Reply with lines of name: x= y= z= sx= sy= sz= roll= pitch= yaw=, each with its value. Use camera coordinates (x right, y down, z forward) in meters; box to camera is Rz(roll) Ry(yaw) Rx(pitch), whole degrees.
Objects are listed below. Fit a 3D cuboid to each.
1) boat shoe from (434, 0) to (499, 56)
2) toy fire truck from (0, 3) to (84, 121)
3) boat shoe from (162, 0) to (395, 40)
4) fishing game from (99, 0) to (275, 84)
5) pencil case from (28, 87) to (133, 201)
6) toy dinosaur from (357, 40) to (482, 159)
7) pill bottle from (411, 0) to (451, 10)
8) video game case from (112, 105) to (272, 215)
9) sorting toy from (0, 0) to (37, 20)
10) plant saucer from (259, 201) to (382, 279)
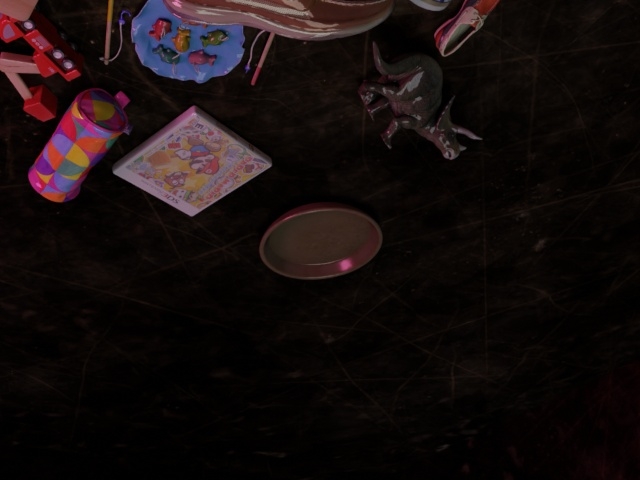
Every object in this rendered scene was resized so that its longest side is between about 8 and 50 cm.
boat shoe: x=0.240 y=-0.355 z=1.190 sx=0.049 sy=0.043 sz=0.137 roll=23 pitch=134 yaw=-34
toy fire truck: x=-0.451 y=-0.280 z=1.155 sx=0.135 sy=0.047 sz=0.192 roll=-19 pitch=143 yaw=17
boat shoe: x=-0.052 y=-0.353 z=0.990 sx=0.325 sy=0.123 sz=0.116 roll=0 pitch=143 yaw=-9
fishing game: x=-0.206 y=-0.313 z=1.166 sx=0.264 sy=0.041 sz=0.189 roll=7 pitch=145 yaw=-21
pencil case: x=-0.421 y=-0.164 z=1.287 sx=0.104 sy=0.104 sz=0.236 roll=21 pitch=136 yaw=-35
toy dinosaur: x=0.153 y=-0.261 z=1.273 sx=0.160 sy=0.121 sz=0.313 roll=-27 pitch=138 yaw=7
pill bottle: x=0.184 y=-0.419 z=1.041 sx=0.094 sy=0.094 sz=0.169 roll=10 pitch=141 yaw=-24
video game case: x=-0.244 y=-0.144 z=1.411 sx=0.227 sy=0.026 sz=0.206 roll=-29 pitch=140 yaw=27
sorting toy: x=-0.439 y=-0.435 z=0.899 sx=0.257 sy=0.089 sz=0.255 roll=19 pitch=138 yaw=-33
plant saucer: x=0.000 y=0.000 z=1.654 sx=0.278 sy=0.041 sz=0.277 roll=-5 pitch=145 yaw=-4
